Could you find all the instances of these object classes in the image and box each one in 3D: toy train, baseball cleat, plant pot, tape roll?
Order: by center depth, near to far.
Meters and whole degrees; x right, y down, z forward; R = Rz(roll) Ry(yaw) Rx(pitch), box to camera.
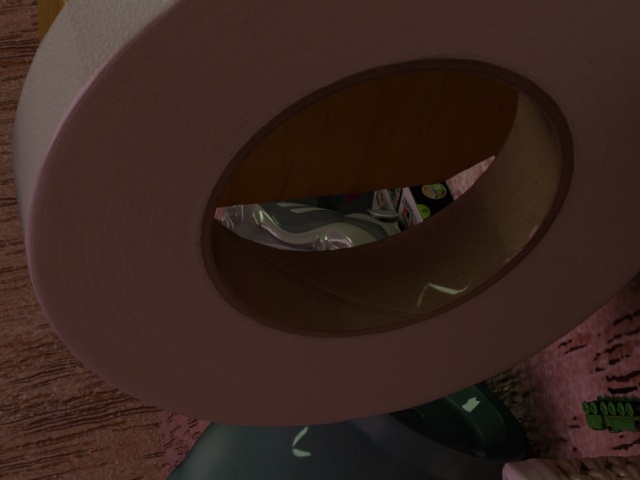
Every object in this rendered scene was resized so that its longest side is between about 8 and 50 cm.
[{"bbox_3d":[0.030,-0.040,0.792,0.392,0.392,0.072,99,159,-46],"label":"tape roll"},{"bbox_3d":[0.196,0.115,0.950,0.083,0.017,0.023,161,93,-75],"label":"toy train"},{"bbox_3d":[0.041,0.194,1.136,0.196,0.293,0.293,-61,28,19],"label":"plant pot"},{"bbox_3d":[0.000,0.000,1.278,0.206,0.109,0.072,21,117,49],"label":"baseball cleat"}]

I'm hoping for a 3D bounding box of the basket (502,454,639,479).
[{"bbox_3d":[0.185,0.210,0.863,0.167,0.103,0.113,-129,35,-63],"label":"basket"}]

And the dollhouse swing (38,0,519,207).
[{"bbox_3d":[-0.016,-0.228,0.945,0.315,0.347,0.305,115,144,-64],"label":"dollhouse swing"}]

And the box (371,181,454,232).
[{"bbox_3d":[0.093,0.013,1.253,0.114,0.036,0.207,98,159,-45],"label":"box"}]

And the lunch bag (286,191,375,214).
[{"bbox_3d":[-0.026,-0.104,1.424,0.223,0.160,0.262,-123,22,-60],"label":"lunch bag"}]
